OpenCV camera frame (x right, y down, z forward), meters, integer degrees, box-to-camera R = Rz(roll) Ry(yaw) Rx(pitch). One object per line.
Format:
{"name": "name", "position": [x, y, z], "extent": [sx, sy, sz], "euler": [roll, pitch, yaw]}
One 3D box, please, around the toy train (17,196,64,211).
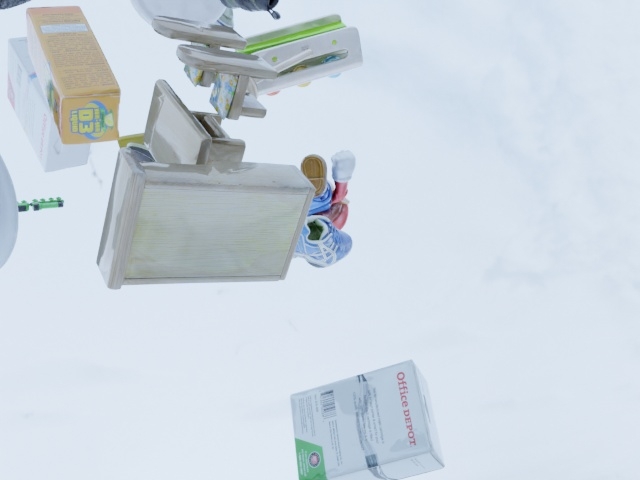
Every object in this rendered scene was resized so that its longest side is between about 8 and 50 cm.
{"name": "toy train", "position": [-0.451, -0.057, 1.246], "extent": [0.083, 0.023, 0.017], "euler": [-8, 116, -30]}

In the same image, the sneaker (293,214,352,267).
{"name": "sneaker", "position": [0.000, 0.000, 1.407], "extent": [0.081, 0.080, 0.211], "euler": [-24, 164, 33]}

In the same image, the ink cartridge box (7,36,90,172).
{"name": "ink cartridge box", "position": [-0.737, -0.373, 2.116], "extent": [0.131, 0.306, 0.226], "euler": [-19, 154, -34]}

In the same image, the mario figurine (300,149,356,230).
{"name": "mario figurine", "position": [-0.033, -0.115, 1.620], "extent": [0.198, 0.170, 0.320], "euler": [17, 175, 12]}

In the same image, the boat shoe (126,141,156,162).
{"name": "boat shoe", "position": [-0.319, -0.140, 1.537], "extent": [0.152, 0.049, 0.056], "euler": [31, 156, -27]}

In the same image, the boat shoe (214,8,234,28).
{"name": "boat shoe", "position": [-0.258, -0.595, 1.738], "extent": [0.094, 0.302, 0.109], "euler": [-33, 164, 27]}

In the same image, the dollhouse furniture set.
{"name": "dollhouse furniture set", "position": [-0.139, -0.070, 0.721], "extent": [0.161, 0.242, 0.212], "euler": [0, 122, -33]}

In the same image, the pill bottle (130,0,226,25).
{"name": "pill bottle", "position": [-0.253, -0.480, 1.313], "extent": [0.169, 0.301, 0.169], "euler": [-9, 129, -12]}

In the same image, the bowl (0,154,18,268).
{"name": "bowl", "position": [-0.597, -0.054, 1.123], "extent": [0.298, 0.298, 0.134], "euler": [-27, -172, 31]}

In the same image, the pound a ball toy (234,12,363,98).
{"name": "pound a ball toy", "position": [-0.059, -0.396, 1.789], "extent": [0.319, 0.208, 0.136], "euler": [-19, 126, -11]}

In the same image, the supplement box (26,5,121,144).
{"name": "supplement box", "position": [-0.328, -0.224, 1.030], "extent": [0.080, 0.233, 0.078], "euler": [-11, 135, -27]}

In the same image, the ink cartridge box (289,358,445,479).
{"name": "ink cartridge box", "position": [0.070, 0.288, 1.184], "extent": [0.208, 0.153, 0.087], "euler": [-19, 143, 15]}

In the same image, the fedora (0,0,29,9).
{"name": "fedora", "position": [-0.567, -0.468, 1.313], "extent": [0.334, 0.334, 0.152], "euler": [-11, 120, 6]}

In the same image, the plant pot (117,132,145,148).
{"name": "plant pot", "position": [-0.392, -0.192, 2.051], "extent": [0.187, 0.212, 0.212], "euler": [-17, -175, 0]}

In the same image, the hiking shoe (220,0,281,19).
{"name": "hiking shoe", "position": [-0.070, -0.431, 1.096], "extent": [0.114, 0.086, 0.227], "euler": [22, 115, 20]}
